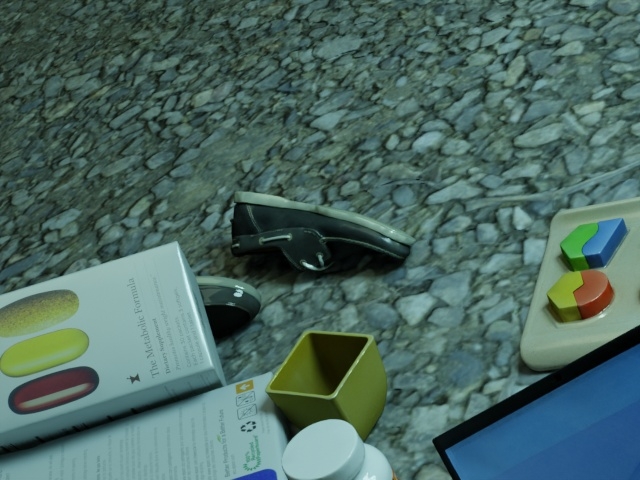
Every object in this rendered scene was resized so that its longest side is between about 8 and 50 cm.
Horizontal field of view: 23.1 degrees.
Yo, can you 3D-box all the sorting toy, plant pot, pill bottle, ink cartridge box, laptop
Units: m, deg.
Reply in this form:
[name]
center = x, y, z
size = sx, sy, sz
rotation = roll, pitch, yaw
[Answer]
[sorting toy]
center = 0.286, 0.025, 1.435
size = 0.193, 0.038, 0.208
rotation = -10, 36, 26
[plant pot]
center = 0.015, 0.141, 1.433
size = 0.081, 0.083, 0.081
rotation = 1, 42, 39
[pill bottle]
center = 0.029, 0.218, 1.249
size = 0.086, 0.152, 0.086
rotation = -19, 33, 13
[ink cartridge box]
center = -0.165, 0.263, 1.375
size = 0.307, 0.072, 0.303
rotation = -19, 31, 4
[laptop]
center = 0.210, 0.215, 1.084
size = 0.234, 0.136, 0.264
rotation = -33, 27, 24

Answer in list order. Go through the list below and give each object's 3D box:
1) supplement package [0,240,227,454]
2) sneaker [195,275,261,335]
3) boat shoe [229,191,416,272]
[supplement package]
center = -0.229, 0.115, 1.525
size = 0.244, 0.134, 0.139
rotation = -18, 72, -2
[sneaker]
center = -0.166, 0.115, 1.634
size = 0.222, 0.083, 0.118
rotation = -12, 54, 12
[boat shoe]
center = 0.000, 0.000, 1.675
size = 0.233, 0.084, 0.079
rotation = 10, 86, 36
